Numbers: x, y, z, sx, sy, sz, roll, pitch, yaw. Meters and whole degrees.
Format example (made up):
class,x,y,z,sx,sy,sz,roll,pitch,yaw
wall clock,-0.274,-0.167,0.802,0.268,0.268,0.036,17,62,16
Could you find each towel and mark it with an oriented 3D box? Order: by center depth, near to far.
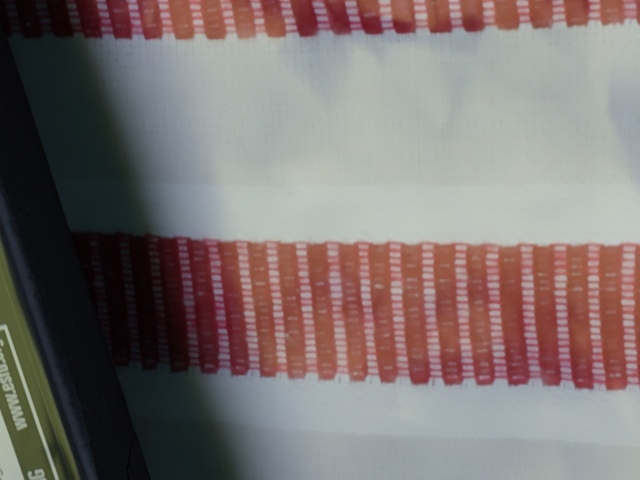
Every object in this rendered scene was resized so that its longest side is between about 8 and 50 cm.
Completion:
class,x,y,z,sx,sy,sz,roll,pitch,yaw
towel,0.000,0.000,0.427,0.237,0.037,0.329,0,104,19

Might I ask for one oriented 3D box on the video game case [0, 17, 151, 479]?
class,x,y,z,sx,sy,sz,roll,pitch,yaw
video game case,-0.187,-0.004,0.438,0.248,0.035,0.275,-15,98,15
